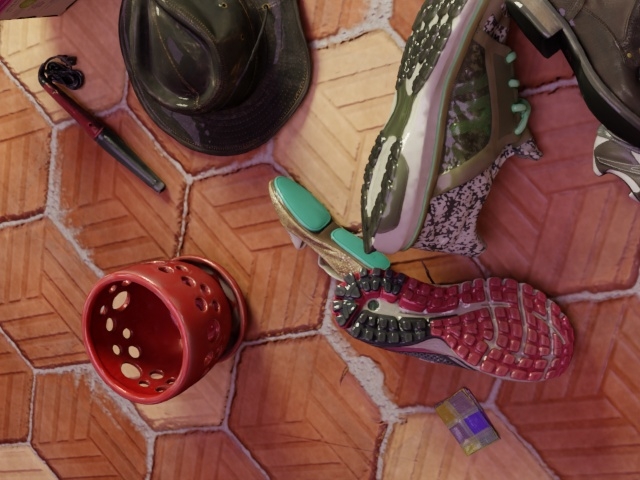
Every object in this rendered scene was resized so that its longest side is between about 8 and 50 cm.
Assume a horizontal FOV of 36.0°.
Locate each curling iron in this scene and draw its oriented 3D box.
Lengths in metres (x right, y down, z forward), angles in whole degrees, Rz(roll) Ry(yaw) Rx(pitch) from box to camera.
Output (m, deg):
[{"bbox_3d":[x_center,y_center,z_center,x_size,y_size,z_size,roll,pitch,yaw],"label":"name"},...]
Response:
[{"bbox_3d":[-0.325,-0.172,1.460,0.274,0.035,0.068,49,121,8],"label":"curling iron"}]

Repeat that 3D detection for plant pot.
[{"bbox_3d":[-0.214,0.114,1.400,0.191,0.174,0.191,8,109,26],"label":"plant pot"}]

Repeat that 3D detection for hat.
[{"bbox_3d":[-0.177,-0.264,1.298,0.331,0.134,0.331,9,109,27],"label":"hat"}]

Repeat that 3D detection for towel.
[{"bbox_3d":[0.193,0.241,1.310,0.060,0.009,0.083,-36,85,31],"label":"towel"}]

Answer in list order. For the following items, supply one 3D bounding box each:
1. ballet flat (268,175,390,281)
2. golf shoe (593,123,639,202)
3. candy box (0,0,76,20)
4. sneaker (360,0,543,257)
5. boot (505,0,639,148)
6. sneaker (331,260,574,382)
[{"bbox_3d":[0.000,0.000,1.314,0.206,0.073,0.067,42,128,15],"label":"ballet flat"},{"bbox_3d":[0.393,-0.073,1.081,0.198,0.077,0.094,32,128,25],"label":"golf shoe"},{"bbox_3d":[-0.401,-0.366,1.330,0.159,0.233,0.071,-29,89,31],"label":"candy box"},{"bbox_3d":[0.183,-0.158,1.156,0.182,0.158,0.410,16,107,-15],"label":"sneaker"},{"bbox_3d":[0.346,-0.241,1.010,0.229,0.091,0.263,-40,85,4],"label":"boot"},{"bbox_3d":[0.166,0.099,1.231,0.299,0.112,0.120,14,79,9],"label":"sneaker"}]
